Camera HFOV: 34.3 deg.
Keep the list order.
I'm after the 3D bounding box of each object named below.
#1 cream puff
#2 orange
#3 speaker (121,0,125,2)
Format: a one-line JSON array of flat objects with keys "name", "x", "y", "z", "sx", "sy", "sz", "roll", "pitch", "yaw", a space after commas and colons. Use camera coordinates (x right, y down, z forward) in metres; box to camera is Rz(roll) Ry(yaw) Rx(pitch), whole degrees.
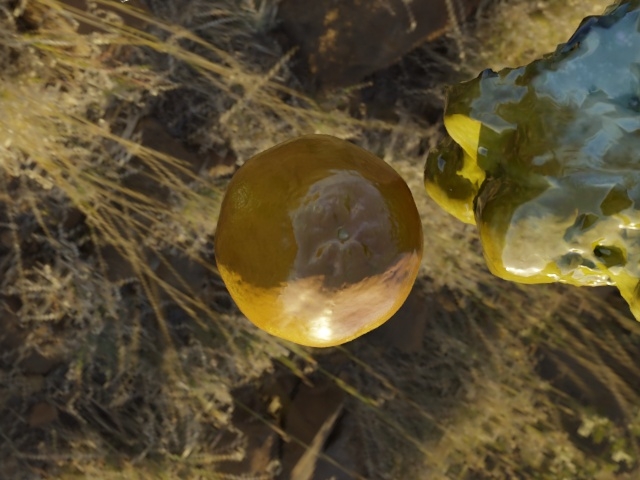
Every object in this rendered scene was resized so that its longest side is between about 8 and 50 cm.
[{"name": "cream puff", "x": 0.265, "y": -0.066, "z": 0.800, "sx": 0.323, "sy": 0.274, "sz": 0.270, "roll": -38, "pitch": 155, "yaw": 6}, {"name": "orange", "x": 0.000, "y": 0.000, "z": 0.763, "sx": 0.158, "sy": 0.136, "sz": 0.159, "roll": 0, "pitch": 89, "yaw": -13}, {"name": "speaker", "x": -0.146, "y": -0.244, "z": 0.652, "sx": 0.046, "sy": 0.040, "sz": 0.191, "roll": -19, "pitch": 134, "yaw": 6}]
